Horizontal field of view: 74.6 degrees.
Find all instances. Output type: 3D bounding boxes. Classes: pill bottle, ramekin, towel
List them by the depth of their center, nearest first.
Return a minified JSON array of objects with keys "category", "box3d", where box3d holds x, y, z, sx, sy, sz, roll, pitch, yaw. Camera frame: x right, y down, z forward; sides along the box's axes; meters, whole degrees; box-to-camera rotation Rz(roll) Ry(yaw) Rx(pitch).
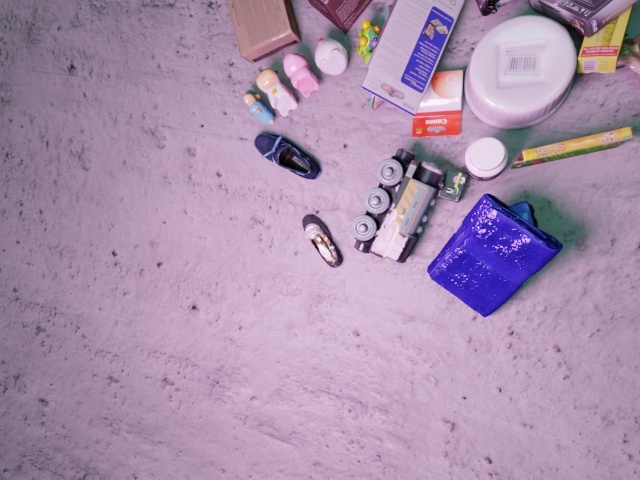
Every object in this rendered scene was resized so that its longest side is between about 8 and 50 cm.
[{"category":"ramekin","box3d":[0.525,-0.446,1.113,0.278,0.135,0.276,1,93,20]},{"category":"towel","box3d":[0.443,0.054,1.123,0.228,0.076,0.308,40,133,15]},{"category":"pill bottle","box3d":[0.443,-0.220,1.126,0.108,0.180,0.107,1,92,20]}]

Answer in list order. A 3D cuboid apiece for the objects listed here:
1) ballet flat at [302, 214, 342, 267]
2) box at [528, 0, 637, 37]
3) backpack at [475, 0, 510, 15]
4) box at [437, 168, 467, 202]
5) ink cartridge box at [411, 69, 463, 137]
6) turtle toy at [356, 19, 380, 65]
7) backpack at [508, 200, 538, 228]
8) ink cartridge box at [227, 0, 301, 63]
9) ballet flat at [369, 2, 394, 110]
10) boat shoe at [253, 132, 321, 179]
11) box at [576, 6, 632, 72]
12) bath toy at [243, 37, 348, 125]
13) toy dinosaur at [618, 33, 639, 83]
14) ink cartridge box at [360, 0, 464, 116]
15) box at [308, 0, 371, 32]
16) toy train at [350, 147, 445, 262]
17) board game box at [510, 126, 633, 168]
[{"category":"ballet flat","box3d":[0.000,0.000,1.349,0.074,0.074,0.203,-36,80,17]},{"category":"box","box3d":[0.666,-0.629,1.042,0.183,0.056,0.230,-38,48,16]},{"category":"backpack","box3d":[0.496,-0.712,1.120,0.182,0.115,0.151,-23,103,30]},{"category":"box","box3d":[0.384,-0.157,1.217,0.062,0.052,0.083,20,100,17]},{"category":"ink cartridge box","box3d":[0.337,-0.398,1.228,0.146,0.045,0.179,3,90,22]},{"category":"turtle toy","box3d":[0.147,-0.595,1.272,0.066,0.095,0.130,7,95,-2]},{"category":"backpack","box3d":[0.530,-0.050,1.133,0.101,0.120,0.097,-20,86,19]},{"category":"ink cartridge box","box3d":[-0.189,-0.737,1.380,0.194,0.088,0.234,-15,88,21]},{"category":"ballet flat","box3d":[0.223,-0.538,1.237,0.107,0.107,0.315,11,96,5]},{"category":"boat shoe","box3d":[-0.113,-0.287,1.368,0.259,0.089,0.108,26,100,17]},{"category":"box","box3d":[0.710,-0.528,1.040,0.088,0.058,0.232,16,79,33]},{"category":"bath toy","box3d":[-0.079,-0.524,1.335,0.349,0.151,0.128,-29,47,18]},{"category":"toy dinosaur","box3d":[0.856,-0.425,1.013,0.296,0.127,0.200,17,65,4]},{"category":"ink cartridge box","box3d":[0.250,-0.543,1.170,0.176,0.069,0.370,24,85,-12]},{"category":"box","box3d":[0.045,-0.764,1.235,0.167,0.203,0.168,47,105,13]},{"category":"toy train","box3d":[0.223,-0.094,1.232,0.191,0.142,0.333,27,103,13]},{"category":"board game box","box3d":[0.634,-0.233,1.088,0.260,0.124,0.039,-13,86,19]}]
